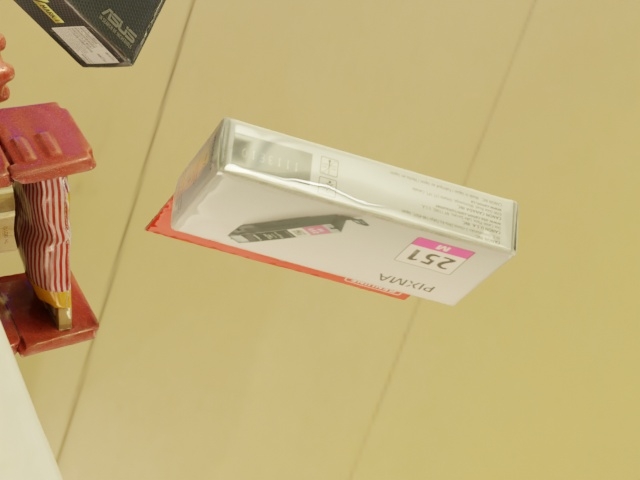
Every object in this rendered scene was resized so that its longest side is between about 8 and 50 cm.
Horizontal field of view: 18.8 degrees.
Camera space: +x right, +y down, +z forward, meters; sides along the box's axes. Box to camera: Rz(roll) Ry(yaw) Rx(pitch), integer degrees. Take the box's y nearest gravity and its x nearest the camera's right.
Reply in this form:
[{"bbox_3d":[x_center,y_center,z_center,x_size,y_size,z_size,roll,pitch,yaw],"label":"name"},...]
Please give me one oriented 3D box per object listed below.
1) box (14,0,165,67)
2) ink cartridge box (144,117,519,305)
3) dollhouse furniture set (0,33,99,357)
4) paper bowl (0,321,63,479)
[{"bbox_3d":[-0.184,-0.263,1.387,0.059,0.183,0.233,2,149,38],"label":"box"},{"bbox_3d":[0.000,0.000,1.703,0.275,0.060,0.239,15,151,-17],"label":"ink cartridge box"},{"bbox_3d":[-0.333,-0.067,1.810,0.152,0.374,0.201,-11,125,-21],"label":"dollhouse furniture set"},{"bbox_3d":[-0.099,0.087,0.277,0.148,0.284,0.284,-20,117,-7],"label":"paper bowl"}]
